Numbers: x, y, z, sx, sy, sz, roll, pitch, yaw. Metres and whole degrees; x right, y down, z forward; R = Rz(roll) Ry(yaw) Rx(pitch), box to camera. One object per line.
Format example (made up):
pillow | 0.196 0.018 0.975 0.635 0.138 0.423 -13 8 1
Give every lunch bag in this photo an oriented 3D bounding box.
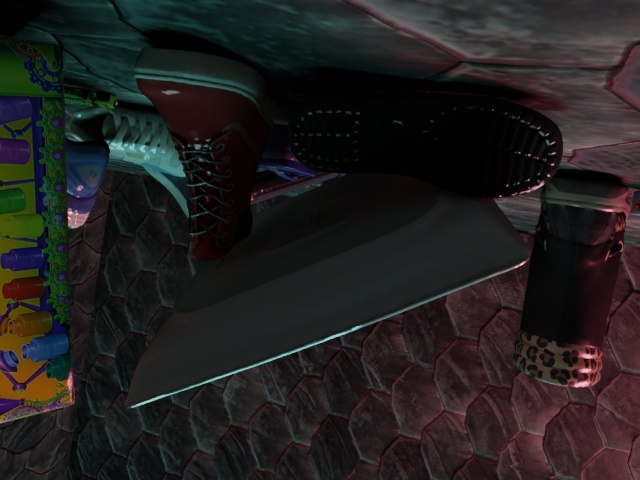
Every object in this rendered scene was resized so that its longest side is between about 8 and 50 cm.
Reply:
lunch bag | -0.045 -0.118 0.832 0.067 0.065 0.098 10 -179 28

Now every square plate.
square plate | 0.000 0.000 0.601 0.344 0.049 0.347 -22 -163 13

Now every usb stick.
usb stick | -0.076 -0.086 0.905 0.278 0.045 0.077 -23 -174 -43

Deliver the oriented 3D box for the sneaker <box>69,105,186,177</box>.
sneaker | -0.245 -0.141 0.829 0.229 0.087 0.092 8 178 27

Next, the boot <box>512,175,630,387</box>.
boot | 0.390 0.061 0.926 0.138 0.283 0.377 10 -179 21

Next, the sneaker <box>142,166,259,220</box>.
sneaker | -0.197 -0.141 0.966 0.226 0.163 0.086 48 -148 7

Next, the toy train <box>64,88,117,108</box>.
toy train | -0.300 -0.182 0.761 0.084 0.017 0.023 9 172 6

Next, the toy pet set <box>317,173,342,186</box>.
toy pet set | 0.027 -0.134 1.334 0.122 0.065 0.114 12 -144 -4

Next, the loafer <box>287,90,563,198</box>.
loafer | 0.086 -0.092 0.496 0.220 0.080 0.078 9 -154 3

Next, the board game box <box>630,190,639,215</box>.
board game box | 0.535 -0.037 0.755 0.160 0.039 0.211 9 -178 -12

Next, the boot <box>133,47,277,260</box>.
boot | -0.104 -0.066 0.551 0.089 0.176 0.244 11 180 9

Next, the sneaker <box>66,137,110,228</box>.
sneaker | -0.390 -0.145 0.669 0.330 0.147 0.130 32 174 -39

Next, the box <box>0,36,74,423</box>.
box | -0.350 -0.009 0.435 0.279 0.289 0.177 -7 -159 -37
